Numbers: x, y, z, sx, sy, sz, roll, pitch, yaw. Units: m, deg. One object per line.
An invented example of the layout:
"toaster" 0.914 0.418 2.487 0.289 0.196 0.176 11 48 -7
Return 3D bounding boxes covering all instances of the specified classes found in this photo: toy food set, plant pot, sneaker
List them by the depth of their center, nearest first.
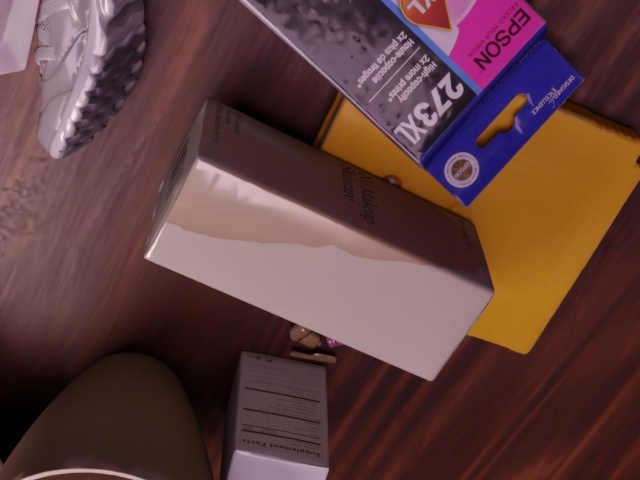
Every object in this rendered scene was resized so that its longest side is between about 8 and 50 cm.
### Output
"sneaker" -0.230 -0.212 1.030 0.115 0.105 0.281 25 117 10
"plant pot" -0.221 0.252 1.181 0.256 0.274 0.257 0 120 0
"toy food set" 0.008 0.093 1.228 0.078 0.019 0.122 11 137 -14

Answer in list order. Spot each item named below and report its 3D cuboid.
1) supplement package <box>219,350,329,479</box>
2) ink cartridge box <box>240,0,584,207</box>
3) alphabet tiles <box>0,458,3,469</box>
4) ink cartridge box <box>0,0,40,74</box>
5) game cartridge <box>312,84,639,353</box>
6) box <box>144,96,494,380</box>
"supplement package" -0.053 0.224 1.222 0.105 0.179 0.105 12 120 -8
"ink cartridge box" 0.072 -0.205 1.001 0.371 0.069 0.176 41 95 -18
"alphabet tiles" -0.480 0.285 1.268 0.342 0.011 0.285 4 124 26
"ink cartridge box" -0.349 -0.243 0.983 0.198 0.067 0.115 31 119 16
"game cartridge" 0.141 -0.042 1.150 0.323 0.053 0.285 19 118 -14
"box" 0.000 0.000 1.058 0.311 0.148 0.121 24 116 -16
